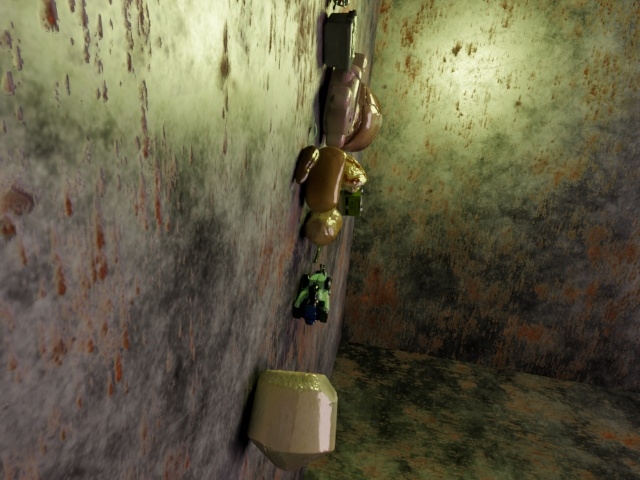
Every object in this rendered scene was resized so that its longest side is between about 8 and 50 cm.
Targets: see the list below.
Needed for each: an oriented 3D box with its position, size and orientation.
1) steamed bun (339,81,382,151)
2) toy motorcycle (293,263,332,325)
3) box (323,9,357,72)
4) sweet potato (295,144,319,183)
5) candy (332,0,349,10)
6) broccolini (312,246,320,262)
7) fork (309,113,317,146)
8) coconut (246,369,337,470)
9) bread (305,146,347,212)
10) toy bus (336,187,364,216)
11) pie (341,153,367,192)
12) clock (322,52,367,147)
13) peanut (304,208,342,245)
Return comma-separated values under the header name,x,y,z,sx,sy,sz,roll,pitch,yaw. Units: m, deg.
name,x,y,z,sx,sy,sz,roll,pitch,yaw
steamed bun,0.175,-0.537,1.855,0.251,0.199,0.300,-36,135,-78
toy motorcycle,-0.017,0.216,1.611,0.331,0.125,0.196,-66,161,-75
box,0.063,-0.650,1.364,0.172,0.093,0.123,90,11,-47
sweet potato,-0.038,-0.233,1.243,0.053,0.054,0.182,78,23,-43
candy,0.075,-0.855,1.368,0.086,0.059,0.291,70,28,-70
broccolini,0.000,-0.001,1.801,0.042,0.044,0.218,113,-3,-58
fork,-0.030,-0.291,1.341,0.039,0.021,0.234,-6,104,-78
coconut,-0.072,0.473,1.107,0.239,0.240,0.244,73,21,-71
bread,0.007,-0.200,1.363,0.147,0.098,0.217,-13,-117,61
toy bus,0.114,-0.194,1.818,0.301,0.140,0.113,-88,177,-69
pie,0.102,-0.277,1.687,0.084,0.179,0.205,-50,-173,36
clock,0.087,-0.513,1.548,0.283,0.114,0.309,98,5,-48
peanut,0.013,-0.056,1.492,0.224,0.129,0.129,-72,168,-60
